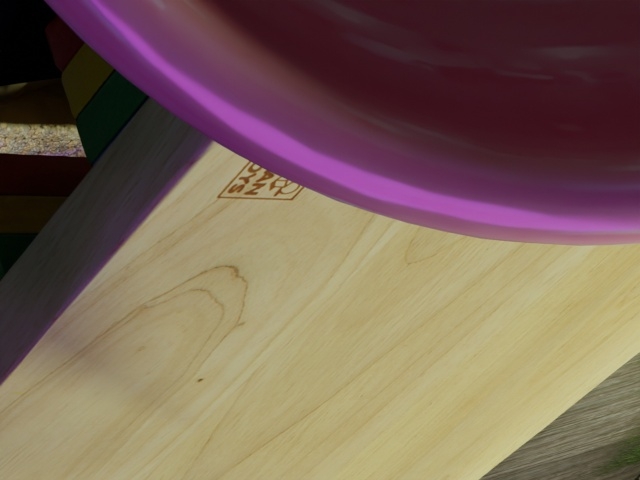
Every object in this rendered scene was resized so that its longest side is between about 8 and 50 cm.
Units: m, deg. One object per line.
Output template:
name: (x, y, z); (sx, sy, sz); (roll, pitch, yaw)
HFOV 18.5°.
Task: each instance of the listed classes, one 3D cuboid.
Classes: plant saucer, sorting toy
plant saucer: (0.064, -0.166, 0.386); (0.332, 0.332, 0.084); (-14, -155, -12)
sorting toy: (0.000, 0.000, 0.614); (0.255, 0.089, 0.257); (0, 147, -40)

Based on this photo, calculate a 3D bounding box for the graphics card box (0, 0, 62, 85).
graphics card box: (-0.103, -0.140, 0.489); (0.370, 0.094, 0.233); (-10, 145, -23)

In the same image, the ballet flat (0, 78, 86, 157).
ballet flat: (-0.107, -0.072, 0.754); (0.316, 0.108, 0.106); (-7, 152, -35)
